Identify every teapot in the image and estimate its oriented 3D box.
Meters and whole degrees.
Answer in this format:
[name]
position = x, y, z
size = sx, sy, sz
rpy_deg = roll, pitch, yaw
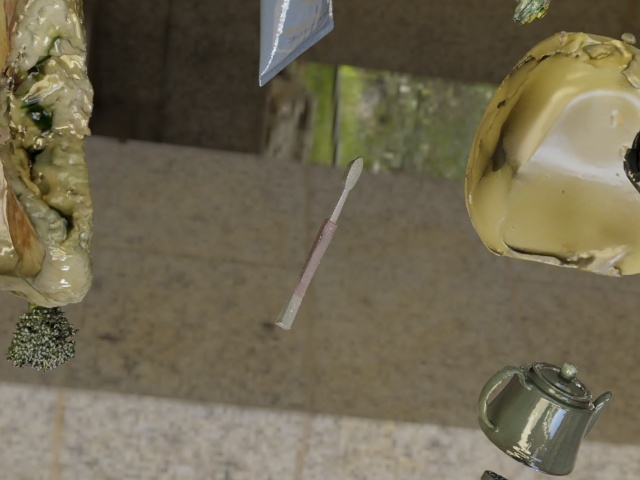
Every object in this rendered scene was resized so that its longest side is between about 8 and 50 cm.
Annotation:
[teapot]
position = 0.332, 0.243, 2.056
size = 0.149, 0.239, 0.162
rpy_deg = -62, -146, 19

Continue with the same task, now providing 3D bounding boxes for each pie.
[pie]
position = -0.228, -0.109, 1.028
size = 0.337, 0.075, 0.337
rpy_deg = 20, -68, 60

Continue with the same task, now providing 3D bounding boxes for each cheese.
[cheese]
position = 0.300, -0.106, 1.605
size = 0.128, 0.260, 0.315
rpy_deg = -81, 172, -47

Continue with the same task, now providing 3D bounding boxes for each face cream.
[face cream]
position = -0.028, -0.324, 1.667
size = 0.135, 0.086, 0.385
rpy_deg = -41, 162, -18

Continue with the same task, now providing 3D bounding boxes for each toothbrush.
[toothbrush]
position = 0.001, 0.000, 1.371
size = 0.017, 0.014, 0.194
rpy_deg = -13, -131, 58

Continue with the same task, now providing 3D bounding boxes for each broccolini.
[broccolini]
position = -0.275, 0.070, 1.350
size = 0.058, 0.067, 0.216
rpy_deg = 58, -3, -19

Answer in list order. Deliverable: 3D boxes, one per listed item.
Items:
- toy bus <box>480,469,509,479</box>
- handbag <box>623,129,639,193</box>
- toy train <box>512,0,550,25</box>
[toy bus]
position = 0.243, 0.409, 1.858
size = 0.125, 0.133, 0.292
rpy_deg = -59, 172, 5
[handbag]
position = 0.388, -0.093, 0.832
size = 0.327, 0.325, 0.162
rpy_deg = -43, 134, -50
[toy train]
position = 0.158, -0.205, 1.023
size = 0.081, 0.060, 0.202
rpy_deg = -46, 178, 12
